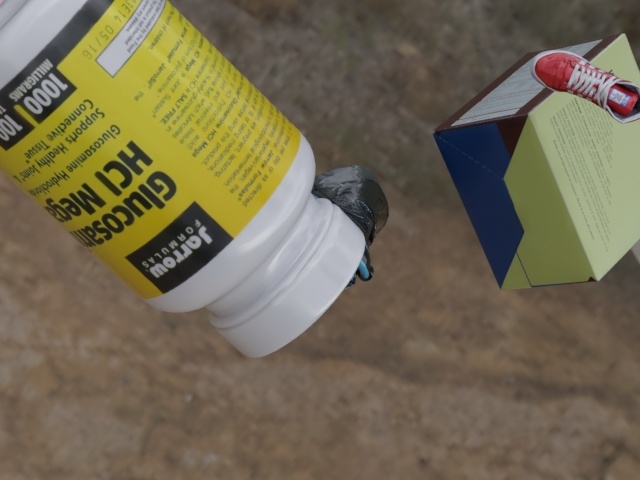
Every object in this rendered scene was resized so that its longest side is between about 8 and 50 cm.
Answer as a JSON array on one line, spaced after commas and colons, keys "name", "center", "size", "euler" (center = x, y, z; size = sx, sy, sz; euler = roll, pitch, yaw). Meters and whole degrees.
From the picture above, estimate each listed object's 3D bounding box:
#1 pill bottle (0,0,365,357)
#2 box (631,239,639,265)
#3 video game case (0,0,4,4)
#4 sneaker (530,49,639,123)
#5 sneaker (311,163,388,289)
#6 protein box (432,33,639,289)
[{"name": "pill bottle", "center": [-0.127, -0.066, 1.400], "size": [0.334, 0.188, 0.188], "euler": [44, 32, -17]}, {"name": "box", "center": [0.442, -0.031, 2.147], "size": [0.148, 0.121, 0.311], "euler": [11, 47, -53]}, {"name": "video game case", "center": [-0.306, -0.226, 1.756], "size": [0.025, 0.204, 0.285], "euler": [13, 50, -3]}, {"name": "sneaker", "center": [0.264, -0.148, 1.702], "size": [0.118, 0.042, 0.067], "euler": [17, 14, -22]}, {"name": "sneaker", "center": [0.000, 0.000, 1.912], "size": [0.140, 0.125, 0.341], "euler": [59, 20, 10]}, {"name": "protein box", "center": [0.260, -0.084, 1.897], "size": [0.201, 0.136, 0.200], "euler": [-40, 112, -40]}]
